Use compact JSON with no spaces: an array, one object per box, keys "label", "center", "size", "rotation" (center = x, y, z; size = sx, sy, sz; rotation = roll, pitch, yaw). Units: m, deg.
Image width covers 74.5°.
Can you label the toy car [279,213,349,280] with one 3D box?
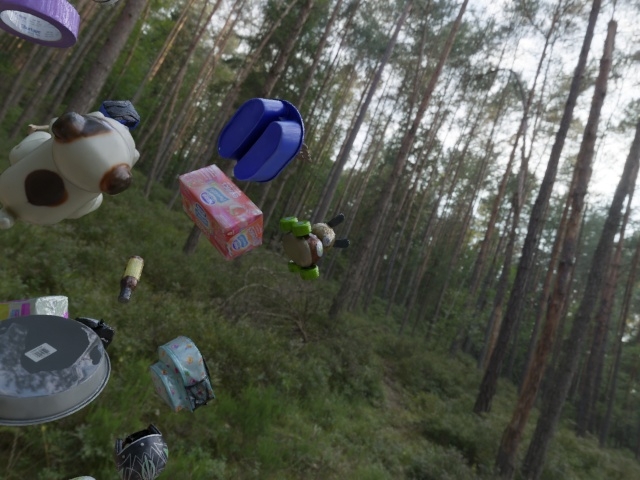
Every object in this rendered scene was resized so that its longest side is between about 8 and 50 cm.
[{"label":"toy car","center":[0.000,0.000,1.177],"size":[0.188,0.155,0.149],"rotation":[-19,20,-25]}]

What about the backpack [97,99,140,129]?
[{"label":"backpack","center":[-0.736,-0.443,1.520],"size":[0.098,0.101,0.120],"rotation":[54,30,6]}]

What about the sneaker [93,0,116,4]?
[{"label":"sneaker","center":[-0.417,-0.611,0.751],"size":[0.126,0.321,0.127],"rotation":[13,18,4]}]

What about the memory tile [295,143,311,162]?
[{"label":"memory tile","center":[-0.095,-0.378,1.768],"size":[0.113,0.012,0.148],"rotation":[21,-15,14]}]

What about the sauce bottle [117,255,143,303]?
[{"label":"sauce bottle","center":[-0.464,0.095,1.025],"size":[0.042,0.128,0.042],"rotation":[-3,-47,-3]}]

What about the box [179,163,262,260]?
[{"label":"box","center":[-0.332,-0.099,1.399],"size":[0.300,0.142,0.154],"rotation":[44,-36,27]}]

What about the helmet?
[{"label":"helmet","center":[-0.560,0.675,1.318],"size":[0.169,0.169,0.161],"rotation":[34,-12,-37]}]

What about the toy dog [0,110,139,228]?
[{"label":"toy dog","center":[-0.692,-0.214,1.163],"size":[0.408,0.395,0.284],"rotation":[-17,-69,30]}]

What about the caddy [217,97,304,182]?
[{"label":"caddy","center":[-0.215,-0.368,1.563],"size":[0.241,0.341,0.179],"rotation":[55,28,11]}]

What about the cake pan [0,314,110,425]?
[{"label":"cake pan","center":[-0.606,0.258,0.899],"size":[0.293,0.054,0.293],"rotation":[20,21,-8]}]

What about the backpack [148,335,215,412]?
[{"label":"backpack","center":[-0.397,0.374,1.190],"size":[0.144,0.188,0.166],"rotation":[-15,19,-39]}]

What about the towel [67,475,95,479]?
[{"label":"towel","center":[-0.768,0.700,0.994],"size":[0.320,0.090,0.374],"rotation":[-19,-9,-5]}]

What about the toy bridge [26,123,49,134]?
[{"label":"toy bridge","center":[-0.995,-0.401,1.586],"size":[0.026,0.063,0.188],"rotation":[50,20,28]}]

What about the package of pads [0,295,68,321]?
[{"label":"package of pads","center":[-0.761,0.300,1.090],"size":[0.229,0.296,0.101],"rotation":[-9,-8,25]}]

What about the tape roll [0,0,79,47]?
[{"label":"tape roll","center":[-1.012,-0.794,1.484],"size":[0.275,0.090,0.275],"rotation":[6,-4,0]}]

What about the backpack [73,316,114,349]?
[{"label":"backpack","center":[-0.905,0.375,1.637],"size":[0.182,0.152,0.115],"rotation":[13,-34,29]}]
